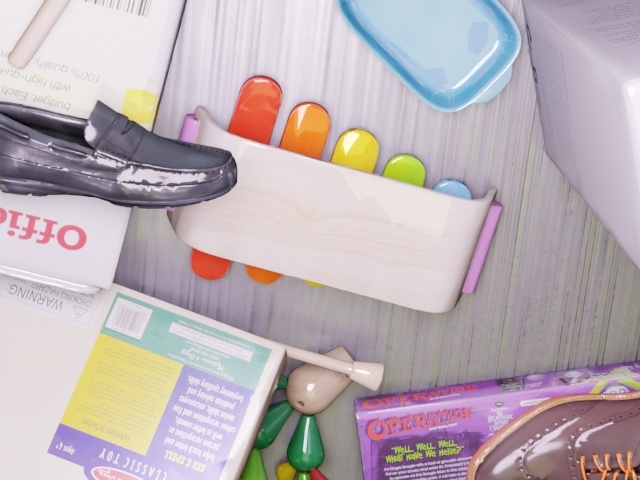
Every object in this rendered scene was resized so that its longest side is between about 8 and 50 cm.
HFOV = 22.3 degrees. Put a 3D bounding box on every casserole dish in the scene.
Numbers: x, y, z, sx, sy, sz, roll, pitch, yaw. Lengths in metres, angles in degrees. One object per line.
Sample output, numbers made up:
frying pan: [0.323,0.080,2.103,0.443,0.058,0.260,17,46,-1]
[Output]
casserole dish: [0.098,-0.204,1.494,0.188,0.037,0.114,43,100,-12]

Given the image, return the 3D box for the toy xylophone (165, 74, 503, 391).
toy xylophone: [0.000,0.000,1.522,0.323,0.081,0.236,23,107,-9]

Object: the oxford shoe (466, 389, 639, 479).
oxford shoe: [0.270,0.197,1.535,0.271,0.098,0.097,-20,106,3]

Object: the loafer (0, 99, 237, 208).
loafer: [-0.178,-0.075,1.330,0.223,0.076,0.078,6,114,-1]

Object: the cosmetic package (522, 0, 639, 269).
cosmetic package: [0.318,-0.114,1.311,0.230,0.453,0.161,-11,106,1]

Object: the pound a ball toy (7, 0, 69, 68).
pound a ball toy: [-0.303,-0.194,1.262,0.208,0.136,0.319,34,102,-9]

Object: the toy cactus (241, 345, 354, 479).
toy cactus: [-0.043,0.167,1.567,0.180,0.112,0.219,-37,95,-2]

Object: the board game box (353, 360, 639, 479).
board game box: [0.216,0.236,1.618,0.347,0.056,0.208,-7,110,-1]

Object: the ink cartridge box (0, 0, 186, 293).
ink cartridge box: [-0.269,-0.180,1.420,0.279,0.160,0.384,15,104,-6]

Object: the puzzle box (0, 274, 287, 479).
puzzle box: [-0.264,0.155,1.458,0.409,0.052,0.272,20,73,7]
